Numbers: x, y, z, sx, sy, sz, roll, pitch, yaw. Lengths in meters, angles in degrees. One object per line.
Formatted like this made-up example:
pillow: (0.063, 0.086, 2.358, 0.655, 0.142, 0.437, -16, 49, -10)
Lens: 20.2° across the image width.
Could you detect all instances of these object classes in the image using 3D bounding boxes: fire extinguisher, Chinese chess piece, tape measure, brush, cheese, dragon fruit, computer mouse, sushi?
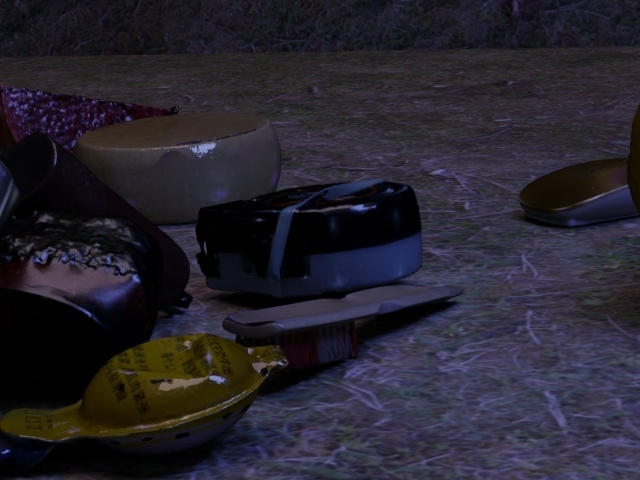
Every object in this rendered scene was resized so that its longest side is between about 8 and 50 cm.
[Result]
fire extinguisher: (-0.187, -0.001, 1.566, 0.089, 0.072, 0.267, 16, -18, 38)
Chinese chess piece: (-0.170, -0.087, 2.138, 0.250, 0.097, 0.251, -4, 12, 1)
tape measure: (0.003, 0.000, 1.669, 0.182, 0.107, 0.181, -11, 11, -30)
brush: (0.027, 0.070, 1.501, 0.060, 0.050, 0.321, 1, 5, 30)
cheese: (-0.144, 0.118, 1.266, 0.250, 0.064, 0.156, -15, 13, -7)
dragon fruit: (-0.316, -0.117, 2.290, 0.274, 0.126, 0.161, 5, -3, -32)
computer mouse: (0.336, -0.060, 1.984, 0.245, 0.056, 0.126, -8, 14, -26)
sushi: (-0.236, 0.049, 1.431, 0.225, 0.136, 0.126, 2, 31, 13)

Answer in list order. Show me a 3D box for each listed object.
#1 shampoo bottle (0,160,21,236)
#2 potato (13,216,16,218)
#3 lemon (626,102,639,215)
shampoo bottle: (-0.354, 0.053, 1.267, 0.125, 0.084, 0.350, 36, 52, 3)
potato: (-0.362, -0.030, 1.903, 0.178, 0.118, 0.109, 9, 47, -5)
lemon: (0.399, -0.072, 1.519, 0.293, 0.293, 0.293, -3, 12, 1)
